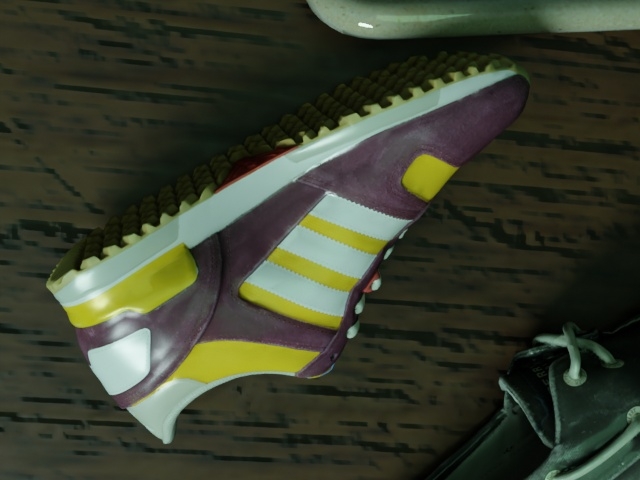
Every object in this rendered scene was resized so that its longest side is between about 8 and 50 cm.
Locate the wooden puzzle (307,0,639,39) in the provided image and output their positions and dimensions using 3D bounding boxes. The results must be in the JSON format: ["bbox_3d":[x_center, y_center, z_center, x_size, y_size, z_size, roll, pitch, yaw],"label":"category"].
[{"bbox_3d":[0.146,-0.254,0.402,0.322,0.080,0.348,-4,94,-9],"label":"wooden puzzle"}]

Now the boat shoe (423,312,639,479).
[{"bbox_3d":[0.102,0.070,0.417,0.219,0.078,0.070,-45,100,-3],"label":"boat shoe"}]

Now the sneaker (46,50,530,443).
[{"bbox_3d":[0.000,0.000,0.406,0.185,0.069,0.084,-28,106,-1],"label":"sneaker"}]
